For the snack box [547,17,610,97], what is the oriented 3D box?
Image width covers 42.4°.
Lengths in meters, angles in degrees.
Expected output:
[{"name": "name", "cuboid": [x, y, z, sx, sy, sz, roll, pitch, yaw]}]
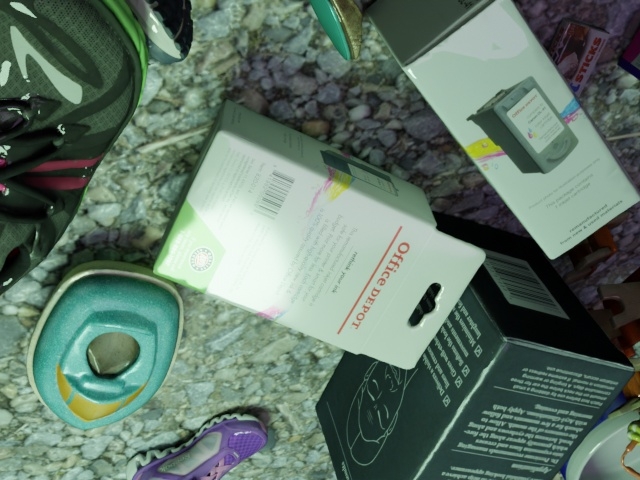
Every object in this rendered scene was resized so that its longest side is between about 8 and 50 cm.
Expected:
[{"name": "snack box", "cuboid": [0.308, -0.198, 1.080, 0.064, 0.022, 0.178, 9, 120, -20]}]

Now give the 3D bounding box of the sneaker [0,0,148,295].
[{"name": "sneaker", "cuboid": [-0.293, -0.079, 0.786, 0.185, 0.202, 0.483, 21, 142, -9]}]

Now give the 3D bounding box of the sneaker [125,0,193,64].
[{"name": "sneaker", "cuboid": [-0.233, -0.268, 0.765, 0.122, 0.110, 0.283, -25, 128, 25]}]

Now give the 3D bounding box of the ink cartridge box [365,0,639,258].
[{"name": "ink cartridge box", "cuboid": [0.202, -0.159, 0.939, 0.131, 0.226, 0.306, -38, 118, 13]}]

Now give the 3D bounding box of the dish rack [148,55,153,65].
[{"name": "dish rack", "cuboid": [-0.243, -0.293, 0.833, 0.208, 0.074, 0.272, -6, 125, -11]}]

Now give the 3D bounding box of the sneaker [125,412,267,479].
[{"name": "sneaker", "cuboid": [-0.184, 0.354, 1.266, 0.236, 0.104, 0.095, -26, 125, 1]}]

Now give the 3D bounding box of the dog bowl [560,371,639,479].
[{"name": "dog bowl", "cuboid": [0.553, 0.366, 1.477, 0.264, 0.104, 0.265, -7, 125, -11]}]

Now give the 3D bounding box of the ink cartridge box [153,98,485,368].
[{"name": "ink cartridge box", "cuboid": [0.000, 0.000, 1.023, 0.353, 0.119, 0.207, 24, 113, -13]}]

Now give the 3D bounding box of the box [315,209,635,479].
[{"name": "box", "cuboid": [0.186, 0.212, 1.155, 0.211, 0.293, 0.396, 15, 118, -23]}]

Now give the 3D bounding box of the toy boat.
[{"name": "toy boat", "cuboid": [-0.341, 0.145, 1.054, 0.318, 0.148, 0.268, 9, 120, -21]}]

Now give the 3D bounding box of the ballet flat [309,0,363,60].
[{"name": "ballet flat", "cuboid": [0.008, -0.293, 0.908, 0.067, 0.073, 0.206, -40, 129, -5]}]

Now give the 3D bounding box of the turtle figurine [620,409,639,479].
[{"name": "turtle figurine", "cuboid": [0.556, 0.269, 1.315, 0.269, 0.087, 0.217, 9, 93, -36]}]

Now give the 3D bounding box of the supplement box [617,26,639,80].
[{"name": "supplement box", "cuboid": [0.493, -0.282, 1.020, 0.113, 0.111, 0.220, 13, 119, -23]}]

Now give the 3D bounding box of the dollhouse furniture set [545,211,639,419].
[{"name": "dollhouse furniture set", "cuboid": [0.436, 0.118, 1.206, 0.135, 0.262, 0.259, -13, 159, -9]}]
